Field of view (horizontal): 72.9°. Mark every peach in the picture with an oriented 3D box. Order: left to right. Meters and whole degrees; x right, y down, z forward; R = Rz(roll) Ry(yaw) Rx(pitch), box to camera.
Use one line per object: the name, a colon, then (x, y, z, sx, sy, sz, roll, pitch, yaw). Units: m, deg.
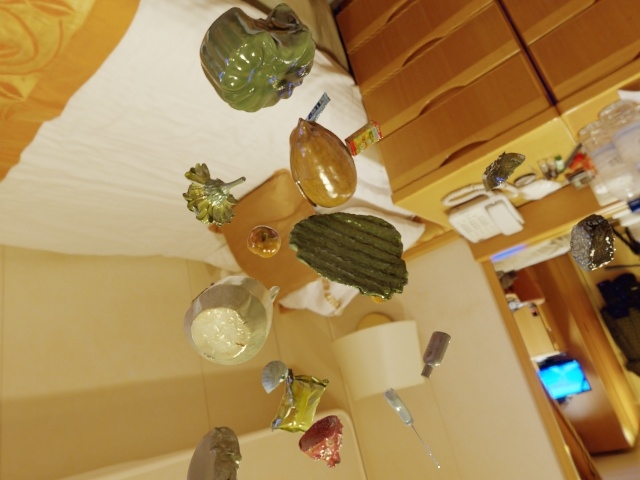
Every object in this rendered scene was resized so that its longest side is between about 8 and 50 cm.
peach: (-0.232, 0.005, 1.793, 0.138, 0.137, 0.138, -13, 160, -5)

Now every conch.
conch: (-0.110, 0.315, 1.011, 0.076, 0.057, 0.085, -50, 172, -17)

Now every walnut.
walnut: (0.000, -0.246, 1.352, 0.209, 0.208, 0.336, -18, 135, 9)

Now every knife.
knife: (0.327, 0.658, 1.500, 0.044, 0.331, 0.080, -34, 178, -5)

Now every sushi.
sushi: (0.686, 0.004, 1.095, 0.078, 0.090, 0.150, -24, 123, 4)

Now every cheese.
cheese: (-0.261, 0.592, 1.082, 0.091, 0.202, 0.175, 30, 102, -31)

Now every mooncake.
mooncake: (-0.192, -0.551, 1.343, 0.352, 0.187, 0.351, -33, 171, -6)

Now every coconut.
coconut: (-0.313, 0.274, 1.535, 0.324, 0.322, 0.323, -13, 160, -5)

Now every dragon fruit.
dragon fruit: (0.019, 0.615, 1.307, 0.153, 0.110, 0.153, -30, -178, 1)

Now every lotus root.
lotus root: (0.678, -0.271, 1.642, 0.183, 0.078, 0.203, -46, 176, 8)

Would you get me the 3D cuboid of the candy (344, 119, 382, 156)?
candy: (0.140, -0.333, 1.417, 0.122, 0.038, 0.062, -36, 136, -10)

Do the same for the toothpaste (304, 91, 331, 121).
toothpaste: (-0.035, -0.391, 1.424, 0.036, 0.056, 0.205, 15, 127, -38)

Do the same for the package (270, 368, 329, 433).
package: (-0.074, 0.559, 1.489, 0.169, 0.226, 0.090, 18, 178, -17)

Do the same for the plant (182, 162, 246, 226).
plant: (-0.501, -0.206, 2.036, 0.297, 0.261, 0.305, 11, 144, 51)

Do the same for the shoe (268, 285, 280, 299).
shoe: (-0.304, 0.303, 2.169, 0.265, 0.110, 0.095, -56, 175, -47)

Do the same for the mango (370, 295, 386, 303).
mango: (0.285, 0.199, 1.903, 0.115, 0.090, 0.177, 8, 116, -37)

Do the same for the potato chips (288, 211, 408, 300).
potato chips: (0.104, 0.027, 1.433, 0.430, 0.358, 0.070, 20, 132, -8)

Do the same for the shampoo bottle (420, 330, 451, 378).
shampoo bottle: (0.388, 0.392, 1.484, 0.040, 0.165, 0.080, 37, 161, -22)
